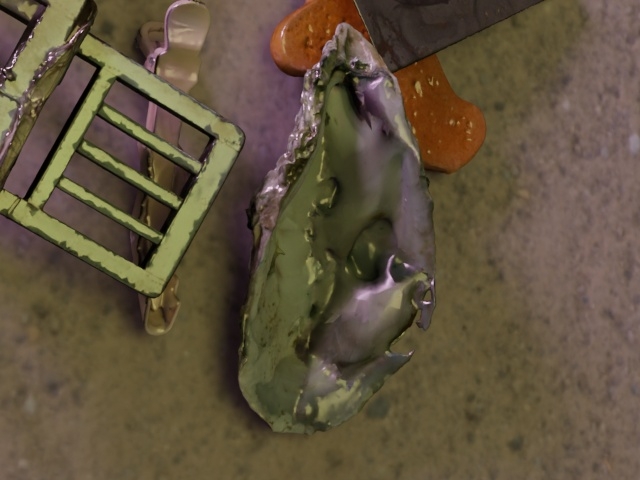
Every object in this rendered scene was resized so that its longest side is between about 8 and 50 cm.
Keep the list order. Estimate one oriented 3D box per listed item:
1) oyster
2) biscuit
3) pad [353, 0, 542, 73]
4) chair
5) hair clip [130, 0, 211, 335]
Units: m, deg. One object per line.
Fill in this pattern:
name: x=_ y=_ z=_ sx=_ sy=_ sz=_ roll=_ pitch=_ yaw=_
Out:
oyster: x=0.001 y=0.000 z=1.089 sx=0.199 sy=0.087 sz=0.252 roll=-28 pitch=103 yaw=-13
biscuit: x=0.032 y=-0.151 z=1.172 sx=0.165 sy=0.036 sz=0.250 roll=-30 pitch=104 yaw=-32
pad: x=0.052 y=-0.329 z=1.190 sx=0.247 sy=0.007 sz=0.368 roll=-29 pitch=97 yaw=-42
chair: x=-0.173 y=-0.079 z=0.934 sx=0.270 sy=0.147 sz=0.136 roll=31 pitch=83 yaw=-14
hair clip: x=-0.110 y=-0.050 z=1.067 sx=0.034 sy=0.072 sz=0.226 roll=5 pitch=91 yaw=-27
